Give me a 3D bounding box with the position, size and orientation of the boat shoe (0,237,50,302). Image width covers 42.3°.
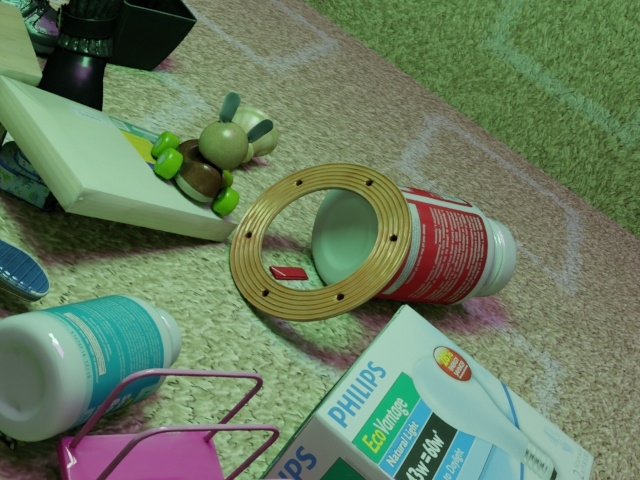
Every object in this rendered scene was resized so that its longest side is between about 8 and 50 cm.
[{"bbox_3d":[-0.458,0.033,1.134,0.183,0.066,0.066,36,28,-2],"label":"boat shoe"}]

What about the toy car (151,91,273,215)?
[{"bbox_3d":[-0.179,-0.169,1.461,0.155,0.188,0.149,34,16,-29],"label":"toy car"}]

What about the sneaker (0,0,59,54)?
[{"bbox_3d":[-0.632,-0.495,1.688,0.340,0.140,0.125,24,27,-21],"label":"sneaker"}]

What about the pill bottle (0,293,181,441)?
[{"bbox_3d":[-0.285,0.147,1.035,0.146,0.146,0.264,43,20,16],"label":"pill bottle"}]

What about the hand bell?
[{"bbox_3d":[-0.185,-0.167,1.719,0.126,0.126,0.242,31,41,-5],"label":"hand bell"}]

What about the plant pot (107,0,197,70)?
[{"bbox_3d":[-0.426,-0.496,1.873,0.188,0.167,0.187,1,42,-46],"label":"plant pot"}]

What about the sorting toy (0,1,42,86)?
[{"bbox_3d":[-0.667,-0.361,1.498,0.257,0.089,0.255,8,37,-38],"label":"sorting toy"}]

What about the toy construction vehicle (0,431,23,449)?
[{"bbox_3d":[-0.397,0.210,0.959,0.098,0.035,0.086,40,29,11],"label":"toy construction vehicle"}]

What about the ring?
[{"bbox_3d":[0.000,0.000,1.464,0.337,0.336,0.032,62,-1,41],"label":"ring"}]

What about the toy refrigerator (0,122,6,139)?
[{"bbox_3d":[-0.554,-0.117,1.237,0.102,0.094,0.269,24,30,-18],"label":"toy refrigerator"}]

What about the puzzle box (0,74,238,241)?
[{"bbox_3d":[-0.337,-0.124,1.404,0.272,0.052,0.409,48,15,25],"label":"puzzle box"}]

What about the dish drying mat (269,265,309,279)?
[{"bbox_3d":[-0.059,0.061,1.566,0.083,0.008,0.032,3,40,-43],"label":"dish drying mat"}]

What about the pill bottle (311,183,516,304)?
[{"bbox_3d":[0.203,0.013,1.681,0.407,0.229,0.229,9,37,-38],"label":"pill bottle"}]

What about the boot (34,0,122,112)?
[{"bbox_3d":[-0.443,-0.364,1.553,0.131,0.260,0.348,17,33,-28],"label":"boot"}]

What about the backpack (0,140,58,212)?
[{"bbox_3d":[-0.466,-0.116,1.338,0.114,0.084,0.105,23,28,-13],"label":"backpack"}]

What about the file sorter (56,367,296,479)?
[{"bbox_3d":[-0.134,0.304,0.893,0.202,0.182,0.291,9,46,-39],"label":"file sorter"}]

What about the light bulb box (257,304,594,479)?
[{"bbox_3d":[0.142,0.332,1.133,0.361,0.225,0.358,39,29,7],"label":"light bulb box"}]
